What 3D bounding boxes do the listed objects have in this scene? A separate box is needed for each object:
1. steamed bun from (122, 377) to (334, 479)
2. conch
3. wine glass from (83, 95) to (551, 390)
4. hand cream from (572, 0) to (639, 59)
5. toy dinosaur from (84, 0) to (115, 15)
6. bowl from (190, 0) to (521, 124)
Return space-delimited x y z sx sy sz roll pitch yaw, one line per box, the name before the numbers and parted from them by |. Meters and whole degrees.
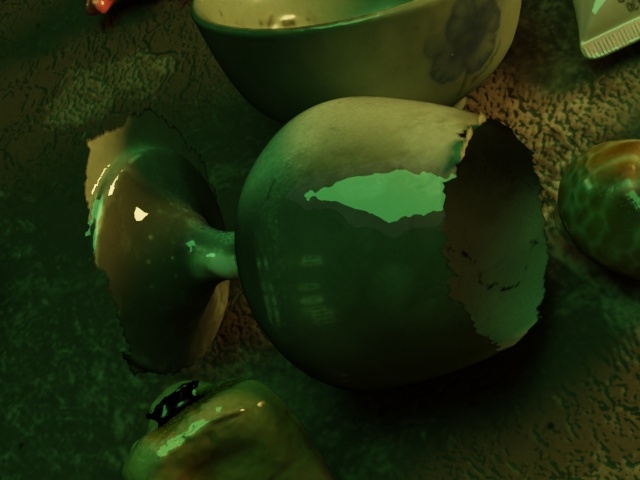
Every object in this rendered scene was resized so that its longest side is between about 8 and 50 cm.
steamed bun | -0.080 0.173 1.385 0.141 0.172 0.155 -30 27 -10
conch | 0.242 -0.030 1.404 0.116 0.106 0.173 -20 30 -13
wine glass | 0.000 0.000 1.420 0.323 0.238 0.238 -5 52 29
hand cream | 0.266 -0.327 1.637 0.185 0.118 0.358 -21 58 7
toy dinosaur | -0.130 -0.322 1.882 0.286 0.070 0.139 -38 24 -7
bowl | 0.046 -0.167 1.560 0.289 0.146 0.289 -13 24 6
